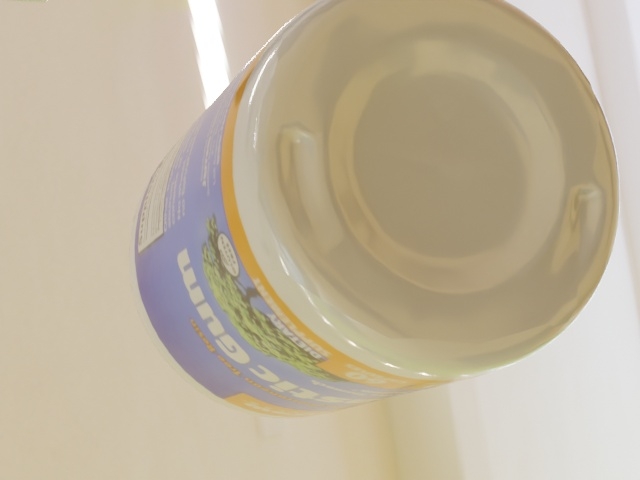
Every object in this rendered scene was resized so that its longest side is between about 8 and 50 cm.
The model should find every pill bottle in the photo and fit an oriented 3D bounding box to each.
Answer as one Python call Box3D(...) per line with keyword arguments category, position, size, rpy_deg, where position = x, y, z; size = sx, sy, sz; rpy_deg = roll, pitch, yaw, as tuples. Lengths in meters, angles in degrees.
Box3D(category="pill bottle", position=(0.000, 0.000, 0.614), size=(0.152, 0.272, 0.152), rpy_deg=(4, -103, -19))

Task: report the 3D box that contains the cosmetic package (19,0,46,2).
Box3D(category="cosmetic package", position=(-0.187, -0.375, 0.821), size=(0.097, 0.284, 0.377), rpy_deg=(1, -109, -25))
